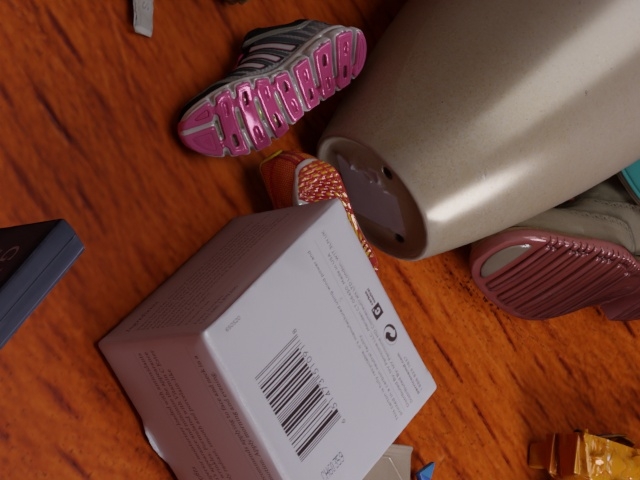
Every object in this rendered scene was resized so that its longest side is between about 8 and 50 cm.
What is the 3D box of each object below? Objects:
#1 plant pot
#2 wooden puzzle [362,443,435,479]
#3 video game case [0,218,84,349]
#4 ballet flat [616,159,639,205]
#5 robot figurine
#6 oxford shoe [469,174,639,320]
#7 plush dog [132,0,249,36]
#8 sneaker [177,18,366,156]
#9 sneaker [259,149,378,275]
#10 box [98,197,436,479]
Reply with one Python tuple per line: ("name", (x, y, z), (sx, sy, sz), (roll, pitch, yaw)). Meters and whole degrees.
("plant pot", (0.135, -0.112, 1.361), (0.274, 0.256, 0.256), (-40, 114, -24))
("wooden puzzle", (0.050, 0.205, 1.364), (0.116, 0.014, 0.078), (22, 73, -43))
("video game case", (-0.268, 0.071, 0.854), (0.026, 0.274, 0.196), (57, 48, -27))
("ballet flat", (0.286, -0.188, 1.527), (0.342, 0.116, 0.124), (63, 14, -13))
("robot figurine", (0.312, 0.283, 1.578), (0.291, 0.085, 0.211), (24, 67, -41))
("oxford shoe", (0.241, -0.003, 1.543), (0.348, 0.123, 0.130), (10, 55, -51))
("plush dog", (-0.049, -0.267, 1.172), (0.210, 0.225, 0.262), (52, 51, -28))
("sneaker", (-0.047, -0.123, 1.279), (0.170, 0.075, 0.063), (-34, 129, -21))
("sneaker", (0.000, 0.000, 1.308), (0.064, 0.067, 0.175), (-31, 124, -26))
("box", (-0.035, 0.094, 1.212), (0.182, 0.119, 0.181), (-46, 117, -41))
